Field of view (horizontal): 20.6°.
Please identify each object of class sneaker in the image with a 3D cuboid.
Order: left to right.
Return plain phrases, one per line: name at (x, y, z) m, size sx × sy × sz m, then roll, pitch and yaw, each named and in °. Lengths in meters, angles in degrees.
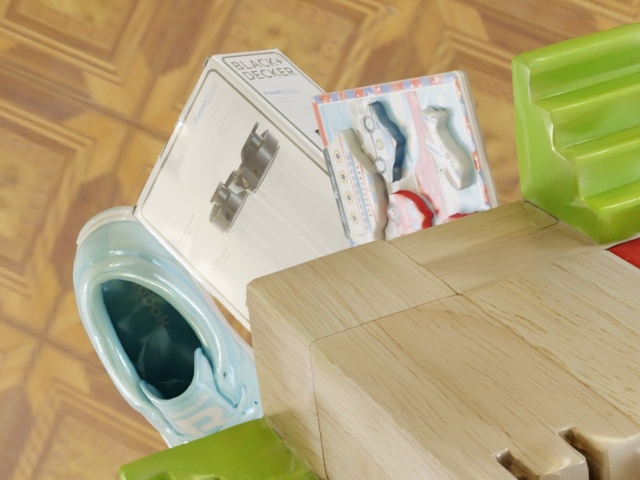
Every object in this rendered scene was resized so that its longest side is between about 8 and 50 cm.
sneaker at (-0.109, 0.146, 1.574) m, size 0.135 × 0.150 × 0.366 m, roll -34°, pitch 105°, yaw 14°

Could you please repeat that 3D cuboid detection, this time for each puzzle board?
puzzle board at (0.039, 0.000, 0.699) m, size 0.096 × 0.011 × 0.128 m, roll -4°, pitch 103°, yaw 54°

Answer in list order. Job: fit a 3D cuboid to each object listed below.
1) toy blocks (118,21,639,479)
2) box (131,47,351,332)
toy blocks at (0.165, 0.060, 0.481) m, size 0.381 × 0.261 × 0.190 m, roll -17°, pitch 116°, yaw -20°
box at (0.000, 0.000, 1.375) m, size 0.290 × 0.087 × 0.169 m, roll 42°, pitch 122°, yaw 23°
